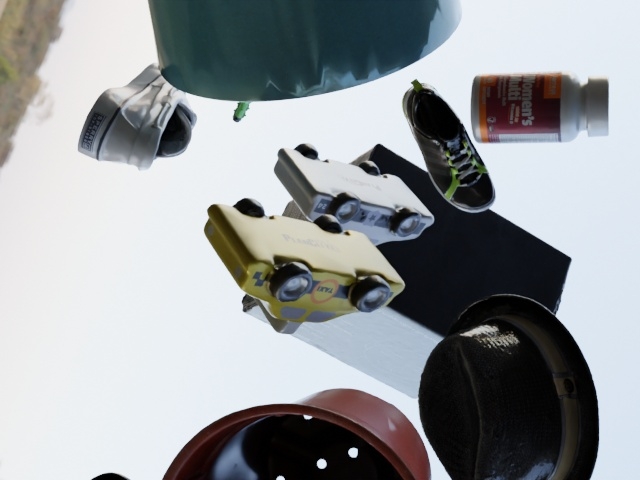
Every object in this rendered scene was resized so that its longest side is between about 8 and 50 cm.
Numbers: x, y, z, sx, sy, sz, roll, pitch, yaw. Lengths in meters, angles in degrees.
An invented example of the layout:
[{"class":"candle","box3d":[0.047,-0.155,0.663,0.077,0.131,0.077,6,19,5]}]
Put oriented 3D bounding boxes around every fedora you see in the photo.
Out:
[{"class":"fedora","box3d":[0.239,0.246,1.394,0.334,0.153,0.333,0,-90,52]}]

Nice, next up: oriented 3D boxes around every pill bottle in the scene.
[{"class":"pill bottle","box3d":[0.368,-0.223,1.617,0.121,0.221,0.121,0,90,-73]}]

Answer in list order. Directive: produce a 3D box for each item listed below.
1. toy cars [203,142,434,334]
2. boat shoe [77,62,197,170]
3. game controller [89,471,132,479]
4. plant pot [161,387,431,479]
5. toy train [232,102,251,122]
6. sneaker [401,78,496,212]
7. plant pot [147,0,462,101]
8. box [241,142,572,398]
[{"class":"toy cars","box3d":[0.000,0.000,0.938,0.087,0.176,0.393,-56,179,23]},{"class":"boat shoe","box3d":[-0.175,-0.121,1.019,0.258,0.084,0.095,-69,-176,-67]},{"class":"game controller","box3d":[-0.330,0.449,1.241,0.319,0.166,0.067,-42,-179,-2]},{"class":"plant pot","box3d":[0.001,0.276,0.997,0.272,0.272,0.265,-65,169,7]},{"class":"toy train","box3d":[-0.088,-0.176,1.177,0.083,0.017,0.023,-57,-168,40]},{"class":"sneaker","box3d":[0.194,-0.141,1.491,0.084,0.234,0.097,-34,-174,1]},{"class":"plant pot","box3d":[-0.031,-0.293,0.855,0.293,0.293,0.235,-98,177,-56]},{"class":"box","box3d":[0.161,0.092,2.003,0.472,0.480,0.297,-25,-141,65]}]
